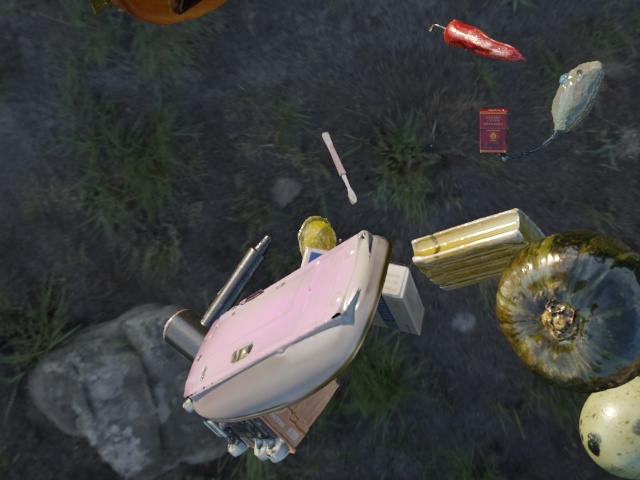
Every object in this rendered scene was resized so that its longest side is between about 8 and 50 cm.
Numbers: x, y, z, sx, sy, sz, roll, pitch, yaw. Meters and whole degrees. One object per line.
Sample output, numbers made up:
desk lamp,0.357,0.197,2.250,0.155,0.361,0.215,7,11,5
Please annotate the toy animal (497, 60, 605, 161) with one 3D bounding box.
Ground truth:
toy animal,0.440,-0.229,1.544,0.253,0.070,0.079,-50,44,26

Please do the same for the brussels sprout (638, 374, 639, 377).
brussels sprout,0.568,0.177,1.616,0.271,0.219,0.210,-27,135,3

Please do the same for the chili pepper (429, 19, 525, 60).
chili pepper,0.336,-0.438,1.818,0.268,0.050,0.059,37,126,39

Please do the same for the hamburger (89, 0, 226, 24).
hamburger,-0.171,-0.369,0.806,0.225,0.291,0.291,35,100,18

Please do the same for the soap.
soap,0.370,0.027,1.925,0.274,0.173,0.089,-18,54,32

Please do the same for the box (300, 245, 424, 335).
box,0.093,0.105,1.632,0.200,0.343,0.065,12,75,16

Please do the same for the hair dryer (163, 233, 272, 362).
hair dryer,-0.147,0.103,1.398,0.128,0.070,0.255,36,91,27

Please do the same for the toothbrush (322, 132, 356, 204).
toothbrush,0.043,-0.163,1.861,0.014,0.017,0.194,-14,66,-19

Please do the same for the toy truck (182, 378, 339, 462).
toy truck,-0.125,0.317,1.687,0.173,0.387,0.207,46,66,-8

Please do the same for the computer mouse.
computer mouse,-0.032,0.099,0.880,0.072,0.158,0.310,39,134,-22

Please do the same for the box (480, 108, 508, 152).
box,0.330,-0.208,1.570,0.051,0.023,0.082,3,114,20

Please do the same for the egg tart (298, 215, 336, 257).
egg tart,0.000,0.000,1.679,0.039,0.105,0.105,-3,98,44

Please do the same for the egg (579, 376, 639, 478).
egg,0.574,0.331,1.484,0.228,0.177,0.177,-11,96,-29

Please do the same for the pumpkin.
pumpkin,0.345,0.093,1.103,0.223,0.157,0.224,9,103,41
